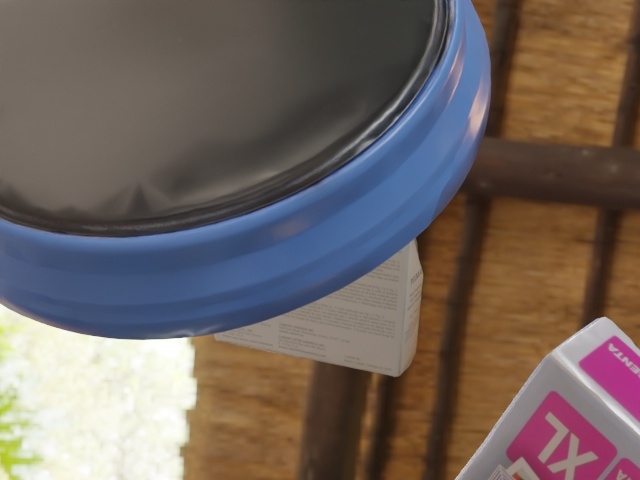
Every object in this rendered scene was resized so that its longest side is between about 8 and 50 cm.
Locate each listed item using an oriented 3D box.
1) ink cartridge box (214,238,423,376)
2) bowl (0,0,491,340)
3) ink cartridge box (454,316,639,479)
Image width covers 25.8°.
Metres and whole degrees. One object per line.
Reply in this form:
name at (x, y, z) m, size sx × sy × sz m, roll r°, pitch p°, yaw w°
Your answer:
ink cartridge box at (0.000, 0.000, 1.280) m, size 0.066 × 0.189 × 0.232 m, roll -43°, pitch 141°, yaw -64°
bowl at (-0.084, -0.109, 0.920) m, size 0.077 × 0.391 × 0.391 m, roll 76°, pitch -2°, yaw -47°
ink cartridge box at (0.110, 0.210, 0.655) m, size 0.186 × 0.065 × 0.311 m, roll 43°, pitch -53°, yaw 20°
